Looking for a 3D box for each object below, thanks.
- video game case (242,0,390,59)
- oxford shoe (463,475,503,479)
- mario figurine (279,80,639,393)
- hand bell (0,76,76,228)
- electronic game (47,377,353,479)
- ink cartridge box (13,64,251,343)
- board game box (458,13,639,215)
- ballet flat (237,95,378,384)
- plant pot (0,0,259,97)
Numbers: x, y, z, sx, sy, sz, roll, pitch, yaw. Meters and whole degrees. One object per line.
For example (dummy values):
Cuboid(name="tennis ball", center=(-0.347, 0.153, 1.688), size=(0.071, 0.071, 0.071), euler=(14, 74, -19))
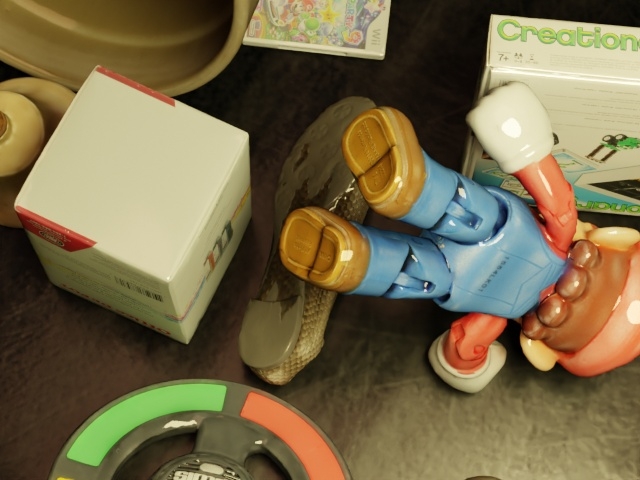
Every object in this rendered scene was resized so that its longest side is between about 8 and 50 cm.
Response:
Cuboid(name="video game case", center=(-0.002, -0.201, 1.245), size=(0.122, 0.011, 0.087), euler=(6, 73, 1))
Cuboid(name="oxford shoe", center=(0.127, 0.335, 1.017), size=(0.123, 0.130, 0.348), euler=(-11, 73, -4))
Cuboid(name="mario figurine", center=(0.116, 0.003, 1.074), size=(0.320, 0.198, 0.170), euler=(21, 58, -38))
Cuboid(name="hand bell", center=(-0.248, -0.087, 1.078), size=(0.126, 0.242, 0.126), euler=(0, 83, 4))
Cuboid(name="electronic game", center=(-0.085, 0.194, 1.062), size=(0.229, 0.048, 0.229), euler=(4, 46, -5))
Cuboid(name="ink cartridge box", center=(-0.134, -0.021, 1.103), size=(0.128, 0.176, 0.127), euler=(24, 72, 6))
Cuboid(name="board game box", center=(0.266, -0.083, 1.114), size=(0.305, 0.193, 0.053), euler=(6, 63, 1))
Cuboid(name="ballet flat", center=(0.000, 0.000, 1.164), size=(0.084, 0.058, 0.250), euler=(0, 62, 36))
Cuboid(name="plant pot", center=(-0.158, -0.318, 1.151), size=(0.323, 0.323, 0.280), euler=(21, 57, 6))
